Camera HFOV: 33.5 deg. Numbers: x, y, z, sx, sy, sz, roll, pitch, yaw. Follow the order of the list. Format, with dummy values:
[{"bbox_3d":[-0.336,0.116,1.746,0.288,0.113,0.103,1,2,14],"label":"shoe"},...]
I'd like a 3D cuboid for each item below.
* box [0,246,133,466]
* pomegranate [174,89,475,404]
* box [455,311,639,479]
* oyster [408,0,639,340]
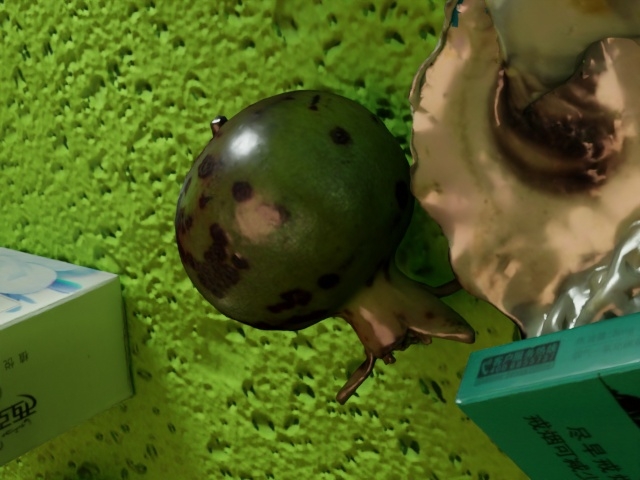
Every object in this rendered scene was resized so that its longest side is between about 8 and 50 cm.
[{"bbox_3d":[-0.311,0.099,0.799,0.203,0.274,0.116,12,114,36],"label":"box"},{"bbox_3d":[-0.001,-0.004,0.608,0.148,0.148,0.169,-26,116,43],"label":"pomegranate"},{"bbox_3d":[0.199,0.091,0.490,0.226,0.042,0.161,-22,123,43],"label":"box"},{"bbox_3d":[0.133,-0.056,0.499,0.223,0.083,0.214,-27,88,43],"label":"oyster"}]
